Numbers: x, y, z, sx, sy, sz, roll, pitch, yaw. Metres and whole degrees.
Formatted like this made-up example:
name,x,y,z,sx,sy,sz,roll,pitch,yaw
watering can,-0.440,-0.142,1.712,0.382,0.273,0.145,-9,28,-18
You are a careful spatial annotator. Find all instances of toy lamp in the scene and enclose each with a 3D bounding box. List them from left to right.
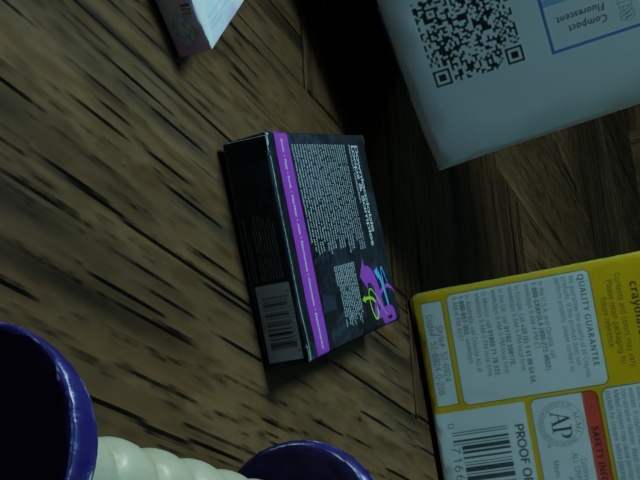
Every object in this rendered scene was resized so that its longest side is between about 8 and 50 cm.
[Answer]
name,x,y,z,sx,sy,sz,roll,pitch,yaw
toy lamp,-0.041,0.098,0.447,0.275,0.080,0.080,35,46,-58

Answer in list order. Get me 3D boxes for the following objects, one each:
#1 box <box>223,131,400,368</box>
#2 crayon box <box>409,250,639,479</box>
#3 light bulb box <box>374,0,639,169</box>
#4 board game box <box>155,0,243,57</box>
name,x,y,z,sx,sy,sz,roll,pitch,yaw
box,0.000,0.000,0.681,0.162,0.029,0.116,-11,90,-69
crayon box,0.239,0.108,0.833,0.083,0.323,0.203,11,69,-69
light bulb box,0.174,-0.292,0.797,0.225,0.358,0.361,-93,163,-61
board game box,-0.065,-0.148,0.601,0.090,0.020,0.090,-70,142,-56
